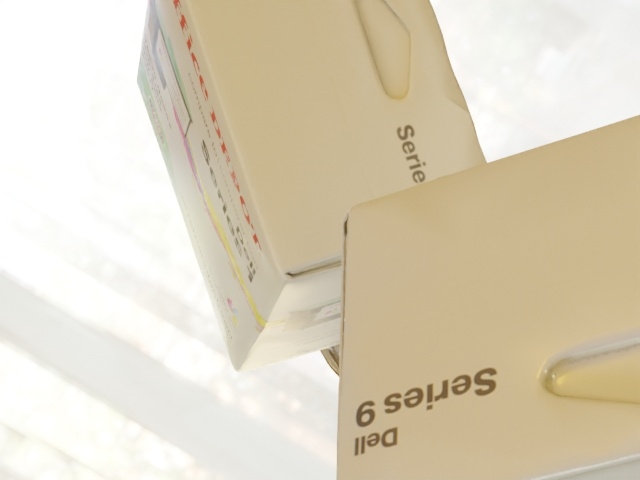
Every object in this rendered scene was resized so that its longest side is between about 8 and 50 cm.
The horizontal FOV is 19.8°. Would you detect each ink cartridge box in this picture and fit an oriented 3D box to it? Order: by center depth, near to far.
[{"bbox_3d":[0.164,0.078,0.599,0.211,0.289,0.121,-18,50,25],"label":"ink cartridge box"},{"bbox_3d":[-0.014,-0.057,0.999,0.117,0.201,0.278,-17,-10,-11],"label":"ink cartridge box"}]

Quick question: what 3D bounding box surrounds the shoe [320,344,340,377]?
[{"bbox_3d":[0.000,0.000,1.246,0.077,0.219,0.058,-6,31,38],"label":"shoe"}]
